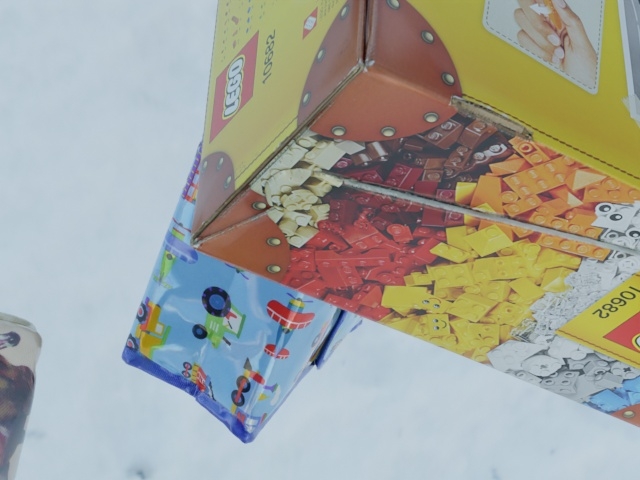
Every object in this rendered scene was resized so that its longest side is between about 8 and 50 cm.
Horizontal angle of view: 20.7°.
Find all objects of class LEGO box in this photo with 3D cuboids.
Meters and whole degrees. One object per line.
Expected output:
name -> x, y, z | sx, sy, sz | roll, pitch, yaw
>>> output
LEGO box -> 0.139, -0.175, 1.154 | 0.372, 0.193, 0.500 | 23, 49, -23

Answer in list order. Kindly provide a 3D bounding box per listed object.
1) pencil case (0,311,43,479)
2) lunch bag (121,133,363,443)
pencil case -> -0.286, 0.231, 1.117 | 0.160, 0.183, 0.410 | 8, 80, 0
lunch bag -> 0.000, 0.000, 1.428 | 0.138, 0.221, 0.293 | 33, 28, 19
